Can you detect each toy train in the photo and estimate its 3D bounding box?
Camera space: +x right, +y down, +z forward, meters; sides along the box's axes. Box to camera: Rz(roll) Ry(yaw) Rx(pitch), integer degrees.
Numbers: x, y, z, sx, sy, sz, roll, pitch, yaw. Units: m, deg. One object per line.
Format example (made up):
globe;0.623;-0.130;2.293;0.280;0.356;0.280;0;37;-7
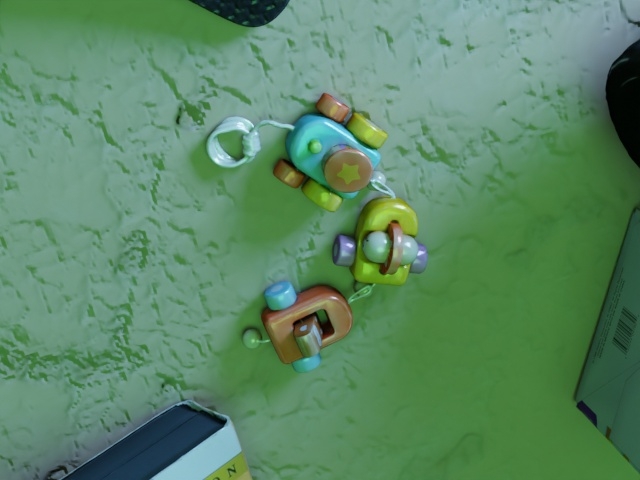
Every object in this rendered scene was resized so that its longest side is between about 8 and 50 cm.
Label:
toy train;0.000;0.000;0.726;0.125;0.046;0.166;-19;113;-6

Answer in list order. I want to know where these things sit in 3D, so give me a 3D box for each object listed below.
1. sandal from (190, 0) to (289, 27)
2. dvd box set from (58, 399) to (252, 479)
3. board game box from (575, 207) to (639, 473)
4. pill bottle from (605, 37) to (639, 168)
sandal;-0.093;-0.168;0.652;0.179;0.040;0.067;25;109;-35
dvd box set;-0.121;0.352;0.747;0.307;0.062;0.420;-31;117;-34
board game box;0.330;0.086;0.782;0.275;0.142;0.144;8;107;-16
pill bottle;0.281;-0.114;0.699;0.219;0.123;0.123;-37;114;-12
